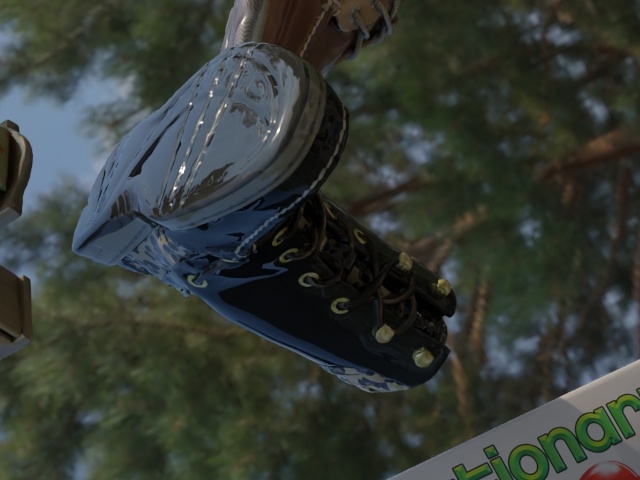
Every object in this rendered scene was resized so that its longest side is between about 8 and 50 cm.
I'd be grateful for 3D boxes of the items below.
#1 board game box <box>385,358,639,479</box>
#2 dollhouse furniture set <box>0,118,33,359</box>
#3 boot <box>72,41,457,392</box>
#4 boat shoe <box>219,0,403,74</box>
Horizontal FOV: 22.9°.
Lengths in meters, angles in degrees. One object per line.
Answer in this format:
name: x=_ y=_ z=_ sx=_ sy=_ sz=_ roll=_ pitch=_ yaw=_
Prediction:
board game box: x=0.119 y=0.189 z=0.797 sx=0.193 sy=0.305 sz=0.053 roll=62 pitch=162 yaw=16
dollhouse furniture set: x=-0.188 y=-0.062 z=0.763 sx=0.182 sy=0.101 sz=0.161 roll=38 pitch=-150 yaw=-43
boot: x=0.000 y=-0.001 z=0.727 sx=0.178 sy=0.236 sz=0.085 roll=29 pitch=-111 yaw=-20
boat shoe: x=0.008 y=-0.184 z=1.090 sx=0.123 sy=0.116 sz=0.324 roll=127 pitch=159 yaw=-71
